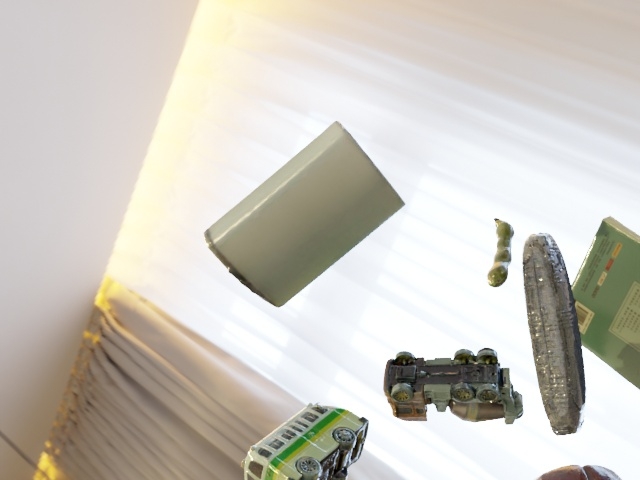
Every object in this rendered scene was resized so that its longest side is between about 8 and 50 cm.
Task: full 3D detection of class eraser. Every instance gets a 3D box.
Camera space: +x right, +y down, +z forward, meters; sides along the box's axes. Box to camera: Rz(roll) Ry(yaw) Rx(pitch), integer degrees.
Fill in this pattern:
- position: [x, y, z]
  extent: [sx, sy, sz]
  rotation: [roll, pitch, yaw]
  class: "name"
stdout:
- position: [-0.024, -0.036, 1.279]
  extent: [0.290, 0.104, 0.189]
  rotation: [-39, -63, 6]
  class: "eraser"

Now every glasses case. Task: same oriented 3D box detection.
- position: [0.324, 0.128, 1.076]
  extent: [0.109, 0.067, 0.282]
  rotation: [-2, -95, -63]
  class: "glasses case"

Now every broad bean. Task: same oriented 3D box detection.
- position: [0.424, 0.026, 1.822]
  extent: [0.256, 0.053, 0.052]
  rotation: [-70, -1, -49]
  class: "broad bean"

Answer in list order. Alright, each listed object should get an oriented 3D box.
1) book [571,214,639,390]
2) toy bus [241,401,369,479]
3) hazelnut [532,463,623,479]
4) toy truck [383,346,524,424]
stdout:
- position: [0.605, 0.161, 1.362]
  extent: [0.031, 0.379, 0.264]
  rotation: [-18, -44, -38]
  class: "book"
- position: [-0.030, 0.462, 1.677]
  extent: [0.276, 0.165, 0.133]
  rotation: [-27, -44, -49]
  class: "toy bus"
- position: [0.516, 0.558, 1.528]
  extent: [0.234, 0.218, 0.218]
  rotation: [-34, -9, 38]
  class: "hazelnut"
- position: [0.256, 0.293, 1.489]
  extent: [0.108, 0.257, 0.140]
  rotation: [-77, -22, -50]
  class: "toy truck"
